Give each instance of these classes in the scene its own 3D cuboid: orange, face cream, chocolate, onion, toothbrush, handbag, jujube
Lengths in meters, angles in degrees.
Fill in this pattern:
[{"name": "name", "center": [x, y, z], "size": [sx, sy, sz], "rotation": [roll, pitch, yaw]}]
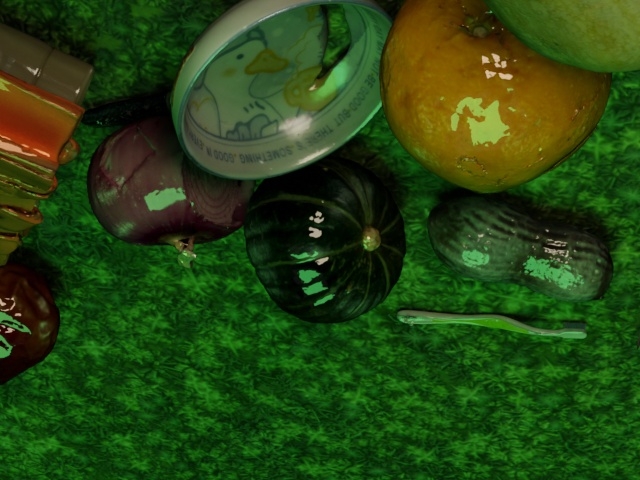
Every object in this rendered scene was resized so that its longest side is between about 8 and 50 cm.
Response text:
[{"name": "orange", "center": [0.183, -0.172, 1.750], "size": [0.246, 0.246, 0.246], "rotation": [8, 142, 6]}, {"name": "face cream", "center": [-0.440, -0.240, 1.979], "size": [0.341, 0.084, 0.137], "rotation": [24, 145, -6]}, {"name": "chocolate", "center": [0.251, 0.013, 2.079], "size": [0.248, 0.110, 0.110], "rotation": [13, 142, -2]}, {"name": "onion", "center": [-0.192, -0.068, 2.037], "size": [0.200, 0.207, 0.201], "rotation": [12, 117, 24]}, {"name": "toothbrush", "center": [0.233, 0.115, 2.276], "size": [0.262, 0.026, 0.022], "rotation": [3, 135, 11]}, {"name": "handbag", "center": [-0.471, -0.103, 2.045], "size": [0.303, 0.116, 0.410], "rotation": [24, 157, -12]}, {"name": "jujube", "center": [-0.481, 0.125, 2.375], "size": [0.250, 0.174, 0.174], "rotation": [-23, 130, 33]}]

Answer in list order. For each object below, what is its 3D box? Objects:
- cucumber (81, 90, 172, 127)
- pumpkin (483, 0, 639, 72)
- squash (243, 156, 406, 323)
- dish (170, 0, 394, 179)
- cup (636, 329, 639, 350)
[{"name": "cucumber", "center": [-0.240, -0.158, 2.056], "size": [0.133, 0.032, 0.032], "rotation": [-9, 137, 24]}, {"name": "pumpkin", "center": [0.262, -0.300, 1.499], "size": [0.332, 0.332, 0.199], "rotation": [-10, 140, 26]}, {"name": "squash", "center": [0.005, -0.002, 2.045], "size": [0.172, 0.218, 0.218], "rotation": [17, 152, 42]}, {"name": "dish", "center": [-0.055, -0.208, 1.868], "size": [0.273, 0.134, 0.273], "rotation": [-20, 147, -13]}, {"name": "cup", "center": [0.468, 0.129, 2.220], "size": [0.083, 0.075, 0.055], "rotation": [13, 106, 5]}]
